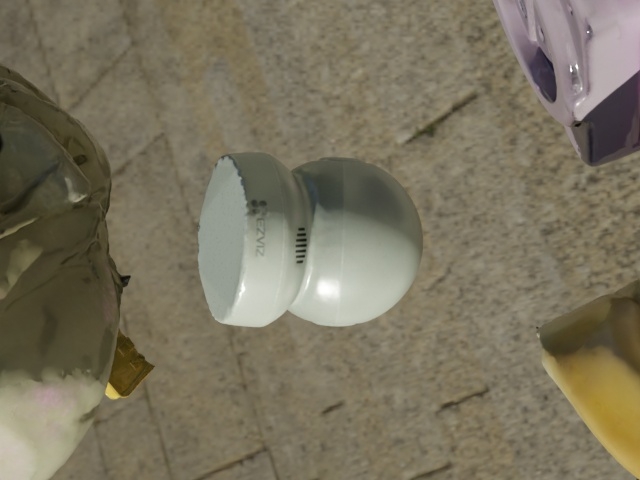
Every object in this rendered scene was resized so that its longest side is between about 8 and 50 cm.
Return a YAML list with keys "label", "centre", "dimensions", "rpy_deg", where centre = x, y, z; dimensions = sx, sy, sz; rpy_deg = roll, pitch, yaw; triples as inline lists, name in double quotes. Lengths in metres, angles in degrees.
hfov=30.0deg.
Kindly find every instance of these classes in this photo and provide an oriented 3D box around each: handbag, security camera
- label: "handbag"
  centre: [-0.234, 0.132, 1.345]
  dimensions: [0.027, 0.061, 0.083]
  rpy_deg: [-19, 112, 51]
- label: "security camera"
  centre: [0.000, 0.000, 1.298]
  dimensions: [0.194, 0.236, 0.195]
  rpy_deg: [180, 90, -69]

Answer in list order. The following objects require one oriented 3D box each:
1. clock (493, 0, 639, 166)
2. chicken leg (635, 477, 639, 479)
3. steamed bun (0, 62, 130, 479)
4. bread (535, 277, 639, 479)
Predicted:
- label: "clock"
  centre: [0.256, -0.267, 1.263]
  dimensions: [0.113, 0.295, 0.322]
  rpy_deg: [-21, 58, 2]
- label: "chicken leg"
  centre: [0.331, 0.345, 1.238]
  dimensions: [0.069, 0.085, 0.198]
  rpy_deg: [6, 67, 59]
- label: "steamed bun"
  centre: [-0.269, -0.004, 0.708]
  dimensions: [0.320, 0.275, 0.206]
  rpy_deg: [26, 156, 26]
- label: "bread"
  centre: [0.403, 0.113, 1.184]
  dimensions: [0.329, 0.424, 0.245]
  rpy_deg: [31, 108, 36]
